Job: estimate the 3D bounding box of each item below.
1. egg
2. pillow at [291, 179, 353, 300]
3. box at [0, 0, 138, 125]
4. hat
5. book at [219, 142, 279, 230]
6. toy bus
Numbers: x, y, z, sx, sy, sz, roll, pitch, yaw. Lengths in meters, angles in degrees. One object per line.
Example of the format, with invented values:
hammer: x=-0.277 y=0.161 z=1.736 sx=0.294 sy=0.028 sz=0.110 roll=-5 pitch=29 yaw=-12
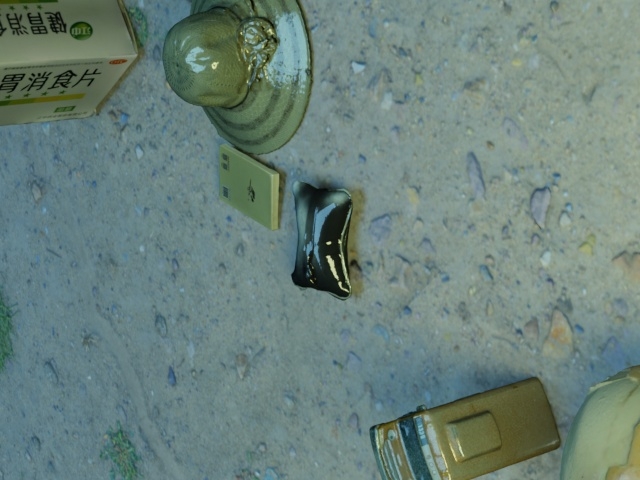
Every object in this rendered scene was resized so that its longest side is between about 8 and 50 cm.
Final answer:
egg: x=0.322 y=0.225 z=1.492 sx=0.244 sy=0.201 sz=0.201 roll=33 pitch=124 yaw=27
pillow: x=0.002 y=0.000 z=1.945 sx=0.091 sy=0.055 sz=0.135 roll=-148 pitch=57 yaw=-65
box: x=-0.429 y=-0.248 z=2.186 sx=0.173 sy=0.333 sz=0.145 roll=-44 pitch=62 yaw=47
hat: x=-0.128 y=-0.219 z=2.005 sx=0.252 sy=0.110 sz=0.252 roll=18 pitch=114 yaw=47
book: x=-0.088 y=-0.067 z=2.063 sx=0.111 sy=0.014 sz=0.077 roll=31 pitch=130 yaw=43
toy bus: x=0.150 y=0.203 z=1.710 sx=0.103 sy=0.182 sz=0.091 roll=-26 pitch=79 yaw=49
